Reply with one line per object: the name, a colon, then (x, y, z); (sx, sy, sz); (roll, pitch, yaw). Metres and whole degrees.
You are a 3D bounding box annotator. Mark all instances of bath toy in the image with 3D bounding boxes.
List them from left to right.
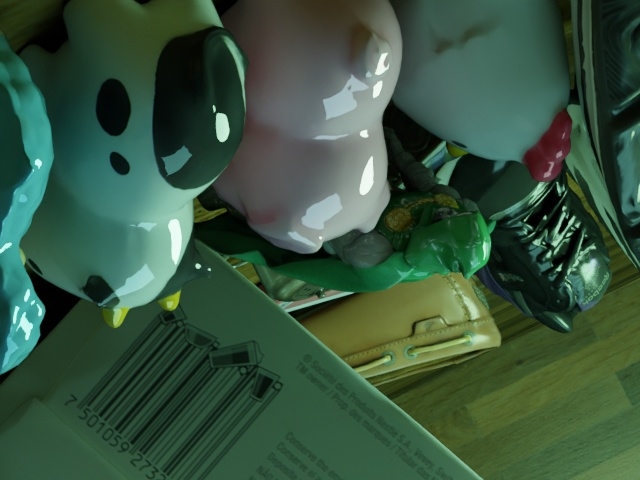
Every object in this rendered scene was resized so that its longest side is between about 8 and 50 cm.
bath toy: (-0.019, -0.047, 0.828); (0.348, 0.129, 0.151); (-20, 168, -35)

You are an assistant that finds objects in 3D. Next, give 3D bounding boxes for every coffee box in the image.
coffee box: (-0.078, 0.235, 1.251); (0.338, 0.337, 0.334); (-48, 172, -7)

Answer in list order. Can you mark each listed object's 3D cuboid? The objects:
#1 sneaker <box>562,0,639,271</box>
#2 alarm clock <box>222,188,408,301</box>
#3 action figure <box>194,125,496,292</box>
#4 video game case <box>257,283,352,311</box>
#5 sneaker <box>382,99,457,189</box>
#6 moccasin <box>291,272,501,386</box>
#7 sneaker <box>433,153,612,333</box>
sneaker: (0.181, -0.079, 1.019); (0.169, 0.257, 0.447); (-32, 133, -6)
alarm clock: (0.000, 0.000, 1.318); (0.192, 0.064, 0.129); (-11, 162, -46)
action figure: (0.013, -0.016, 0.967); (0.137, 0.063, 0.232); (-24, -158, -29)
video game case: (0.088, -0.018, 1.541); (0.285, 0.025, 0.204); (-34, 167, 37)
sneaker: (0.062, -0.064, 1.119); (0.192, 0.064, 0.086); (-35, 163, 25)
moccasin: (-0.012, 0.145, 1.763); (0.380, 0.147, 0.139); (-26, 170, 0)
sneaker: (0.159, -0.016, 1.319); (0.107, 0.124, 0.283); (-46, 163, -7)
